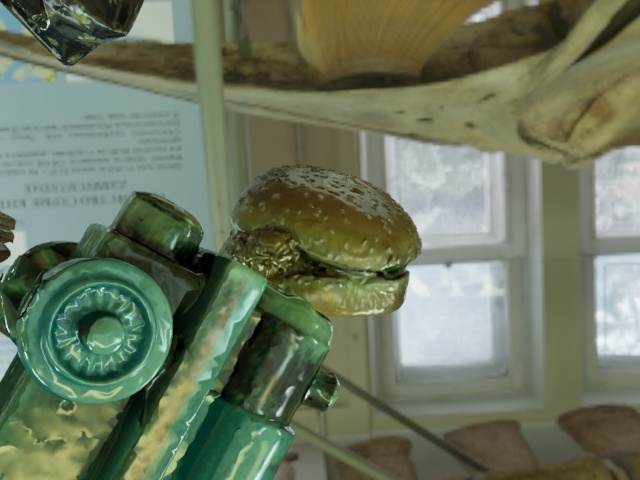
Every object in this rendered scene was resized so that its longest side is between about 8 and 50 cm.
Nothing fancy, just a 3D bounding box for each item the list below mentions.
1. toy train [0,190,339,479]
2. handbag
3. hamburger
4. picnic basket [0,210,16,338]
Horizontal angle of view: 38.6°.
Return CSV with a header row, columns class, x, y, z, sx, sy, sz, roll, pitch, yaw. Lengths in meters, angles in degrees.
class,x,y,z,sx,sy,sz,roll,pitch,yaw
toy train,-0.109,0.133,0.463,0.194,0.298,0.120,30,174,-23
handbag,-0.174,-0.189,0.558,0.139,0.115,0.072,31,149,-30
hamburger,0.000,0.000,0.868,0.189,0.122,0.215,15,-166,10
picnic basket,-0.423,0.096,0.971,0.321,0.291,0.254,37,-171,-24
